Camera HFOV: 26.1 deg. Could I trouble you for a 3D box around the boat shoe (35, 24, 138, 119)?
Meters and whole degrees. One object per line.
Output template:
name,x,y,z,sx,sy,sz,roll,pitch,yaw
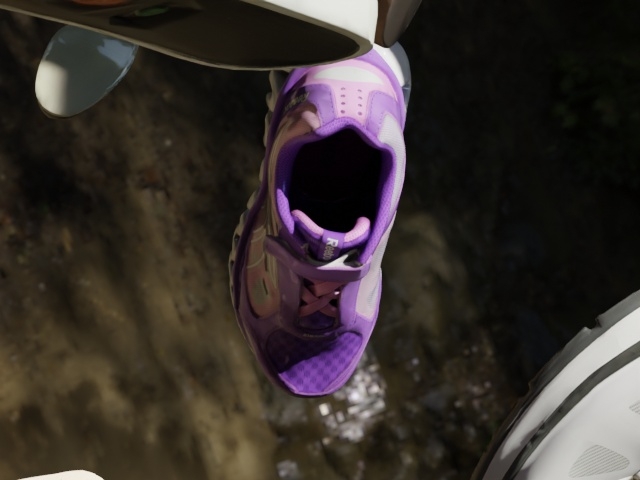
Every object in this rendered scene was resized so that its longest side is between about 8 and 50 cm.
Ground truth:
boat shoe,-0.136,-0.124,0.853,0.049,0.042,0.133,29,62,-8

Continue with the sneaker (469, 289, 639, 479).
sneaker,0.323,0.138,0.938,0.257,0.447,0.169,56,8,35

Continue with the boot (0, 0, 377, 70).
boot,-0.067,-0.151,0.349,0.244,0.088,0.176,8,80,-57

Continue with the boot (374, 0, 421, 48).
boot,0.039,-0.244,0.575,0.115,0.305,0.112,26,7,10

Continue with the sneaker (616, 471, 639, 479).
sneaker,0.157,0.145,0.607,0.095,0.090,0.235,58,17,22

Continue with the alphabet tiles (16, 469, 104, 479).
alphabet tiles,-0.101,0.233,0.570,0.278,0.021,0.284,-2,60,-46

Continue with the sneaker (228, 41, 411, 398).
sneaker,0.000,0.000,0.788,0.104,0.095,0.236,-99,-165,-60
